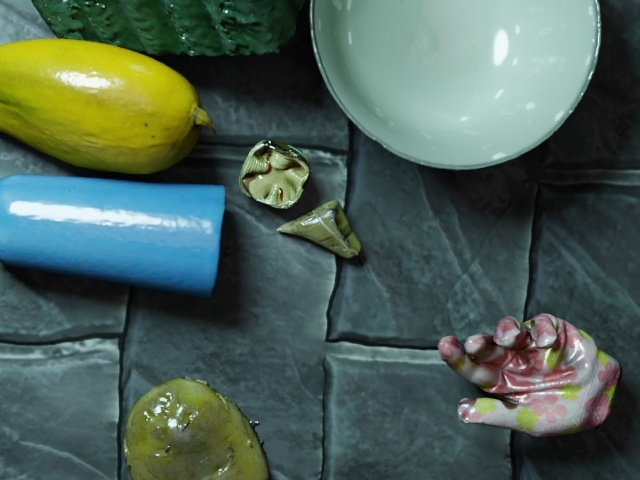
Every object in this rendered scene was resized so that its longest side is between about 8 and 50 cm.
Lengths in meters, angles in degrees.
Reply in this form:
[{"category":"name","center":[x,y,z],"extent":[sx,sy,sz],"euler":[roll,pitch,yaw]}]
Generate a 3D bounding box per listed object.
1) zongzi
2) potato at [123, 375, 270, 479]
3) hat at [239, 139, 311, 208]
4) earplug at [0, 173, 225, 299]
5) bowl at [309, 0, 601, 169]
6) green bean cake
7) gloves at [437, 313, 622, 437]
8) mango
[{"category":"zongzi","center":[0.000,0.000,1.340],"extent":[0.083,0.040,0.076],"euler":[-28,102,2]},{"category":"potato","center":[-0.139,0.257,1.291],"extent":[0.164,0.081,0.200],"euler":[-35,99,-10]},{"category":"hat","center":[-0.053,-0.081,1.318],"extent":[0.077,0.059,0.076],"euler":[25,101,-5]},{"category":"earplug","center":[-0.250,-0.013,1.249],"extent":[0.273,0.132,0.132],"euler":[7,89,-7]},{"category":"bowl","center":[0.140,-0.244,1.305],"extent":[0.337,0.157,0.337],"euler":[0,89,-10]},{"category":"green bean cake","center":[-0.152,-0.355,1.219],"extent":[0.300,0.169,0.307],"euler":[7,63,15]},{"category":"gloves","center":[0.244,0.155,1.346],"extent":[0.241,0.126,0.145],"euler":[23,110,-13]},{"category":"mango","center":[-0.265,-0.150,1.220],"extent":[0.317,0.176,0.119],"euler":[13,71,5]}]
